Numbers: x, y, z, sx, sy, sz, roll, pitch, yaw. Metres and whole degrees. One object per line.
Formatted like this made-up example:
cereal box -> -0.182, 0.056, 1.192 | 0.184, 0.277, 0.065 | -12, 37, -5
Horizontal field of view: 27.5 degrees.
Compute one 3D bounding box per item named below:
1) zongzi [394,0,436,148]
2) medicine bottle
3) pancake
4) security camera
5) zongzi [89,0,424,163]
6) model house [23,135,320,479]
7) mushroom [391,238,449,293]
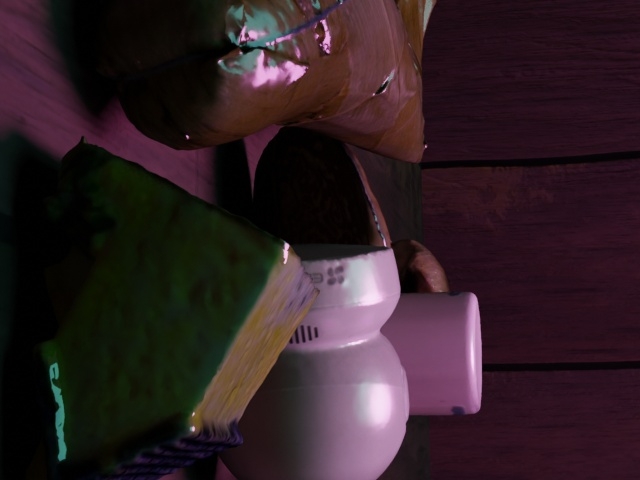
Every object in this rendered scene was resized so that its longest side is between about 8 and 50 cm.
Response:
zongzi -> 0.082, -0.228, 1.454 | 0.274, 0.125, 0.250 | 25, -87, 59
medicine bottle -> 0.059, 0.128, 1.454 | 0.139, 0.237, 0.139 | -4, 90, -79
pancake -> -0.001, 0.000, 1.335 | 0.250, 0.031, 0.250 | 26, -59, 53
security camera -> -0.013, 0.124, 1.183 | 0.194, 0.195, 0.236 | -25, 109, -79
zongzi -> -0.018, -0.127, 1.088 | 0.393, 0.174, 0.356 | 59, 28, -29
model house -> -0.124, 0.074, 0.863 | 0.211, 0.170, 0.194 | -62, 172, -7
mushroom -> 0.095, 0.099, 1.810 | 0.217, 0.212, 0.292 | -7, 88, -72
